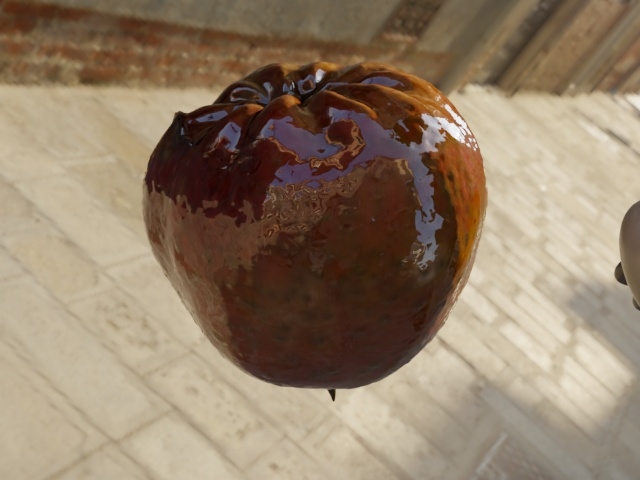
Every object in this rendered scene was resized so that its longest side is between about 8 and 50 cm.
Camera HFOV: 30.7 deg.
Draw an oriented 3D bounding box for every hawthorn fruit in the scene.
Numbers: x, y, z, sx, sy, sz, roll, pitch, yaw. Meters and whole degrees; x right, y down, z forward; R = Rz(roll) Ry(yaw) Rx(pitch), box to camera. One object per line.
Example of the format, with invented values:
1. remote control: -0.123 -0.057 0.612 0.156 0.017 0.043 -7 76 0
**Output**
1. hawthorn fruit: 0.000 0.000 1.319 0.403 0.402 0.403 34 19 -13

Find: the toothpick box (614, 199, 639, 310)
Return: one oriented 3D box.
1. toothpick box: 0.572 0.018 1.658 0.229 0.316 0.229 31 49 -44
